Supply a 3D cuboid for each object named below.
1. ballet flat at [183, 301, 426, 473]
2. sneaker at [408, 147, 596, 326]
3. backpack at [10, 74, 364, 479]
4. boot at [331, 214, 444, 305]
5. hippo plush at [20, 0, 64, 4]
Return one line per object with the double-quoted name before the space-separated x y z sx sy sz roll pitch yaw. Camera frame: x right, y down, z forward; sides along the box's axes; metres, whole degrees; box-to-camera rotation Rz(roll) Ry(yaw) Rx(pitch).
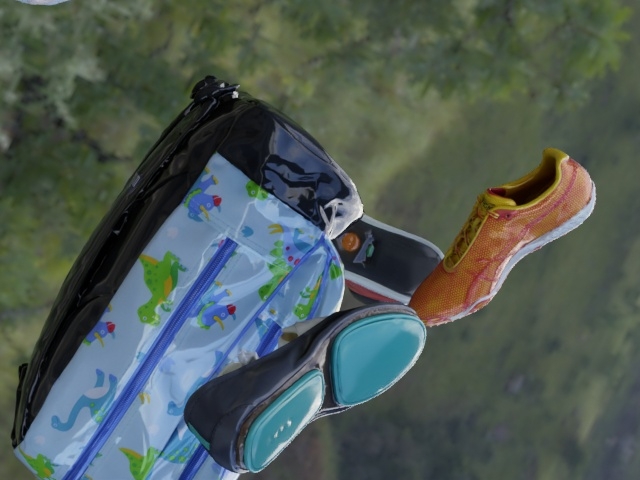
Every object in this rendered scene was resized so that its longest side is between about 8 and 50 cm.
"ballet flat" -0.013 0.083 0.965 0.203 0.074 0.074 -29 155 -47
"sneaker" 0.128 -0.004 1.151 0.175 0.067 0.064 -44 -151 5
"backpack" -0.117 0.070 1.268 0.355 0.273 0.290 -45 -167 -4
"boot" 0.000 0.000 1.535 0.088 0.244 0.176 -62 -175 -10
"hippo plush" -0.126 -0.256 0.751 0.294 0.234 0.236 -32 147 -2
